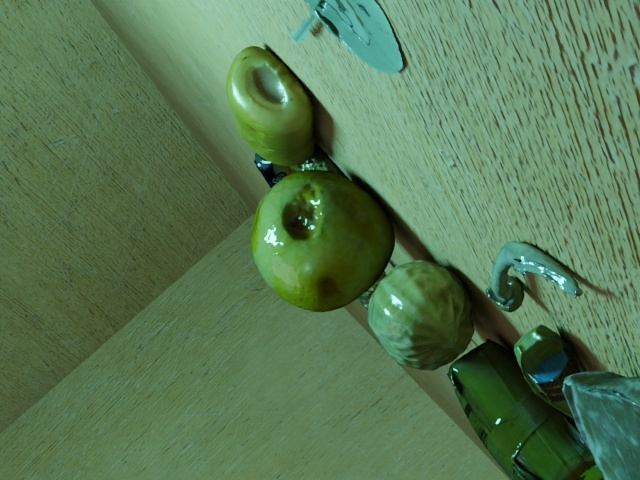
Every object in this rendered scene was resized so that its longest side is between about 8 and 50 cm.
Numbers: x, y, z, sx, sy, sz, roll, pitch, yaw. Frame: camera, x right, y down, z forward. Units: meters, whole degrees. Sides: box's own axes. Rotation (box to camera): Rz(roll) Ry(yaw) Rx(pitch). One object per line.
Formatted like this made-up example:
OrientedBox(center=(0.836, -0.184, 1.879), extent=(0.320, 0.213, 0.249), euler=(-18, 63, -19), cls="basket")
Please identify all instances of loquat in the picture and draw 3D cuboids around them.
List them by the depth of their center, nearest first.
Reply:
OrientedBox(center=(-0.003, 0.001, 1.786), extent=(0.213, 0.213, 0.213), euler=(48, 175, 5), cls="loquat")

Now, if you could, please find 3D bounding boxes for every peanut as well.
OrientedBox(center=(0.146, 0.111, 1.734), extent=(0.153, 0.140, 0.325), euler=(31, 172, 16), cls="peanut")

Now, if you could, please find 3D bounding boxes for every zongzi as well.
OrientedBox(center=(0.309, 0.288, 1.780), extent=(0.260, 0.123, 0.289), euler=(51, -179, 31), cls="zongzi")

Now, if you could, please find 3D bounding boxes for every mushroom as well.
OrientedBox(center=(0.202, 0.035, 1.215), extent=(0.068, 0.043, 0.306), euler=(31, 173, 2), cls="mushroom")

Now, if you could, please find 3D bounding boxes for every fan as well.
OrientedBox(center=(-0.001, -0.220, 1.155), extent=(0.191, 0.009, 0.329), euler=(48, 173, -3), cls="fan")

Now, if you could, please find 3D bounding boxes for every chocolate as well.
OrientedBox(center=(0.314, 0.185, 1.116), extent=(0.157, 0.080, 0.254), euler=(64, 174, 0), cls="chocolate")

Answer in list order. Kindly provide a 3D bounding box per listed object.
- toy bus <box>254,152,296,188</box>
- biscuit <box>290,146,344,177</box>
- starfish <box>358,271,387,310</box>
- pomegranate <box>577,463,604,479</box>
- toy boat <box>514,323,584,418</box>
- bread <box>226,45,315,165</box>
OrientedBox(center=(-0.060, -0.116, 2.170), extent=(0.057, 0.072, 0.172), euler=(44, 172, 32), cls="toy bus")
OrientedBox(center=(-0.001, -0.099, 1.955), extent=(0.226, 0.042, 0.226), euler=(49, 177, 4), cls="biscuit")
OrientedBox(center=(0.105, 0.078, 2.102), extent=(0.327, 0.094, 0.375), euler=(46, 180, 6), cls="starfish")
OrientedBox(center=(0.359, 0.311, 1.391), extent=(0.159, 0.159, 0.205), euler=(48, -160, 5), cls="pomegranate")
OrientedBox(center=(0.262, 0.149, 1.374), extent=(0.172, 0.065, 0.066), euler=(47, -173, -47), cls="toy boat")
OrientedBox(center=(-0.072, -0.177, 1.716), extent=(0.142, 0.091, 0.305), euler=(43, 175, 5), cls="bread")
